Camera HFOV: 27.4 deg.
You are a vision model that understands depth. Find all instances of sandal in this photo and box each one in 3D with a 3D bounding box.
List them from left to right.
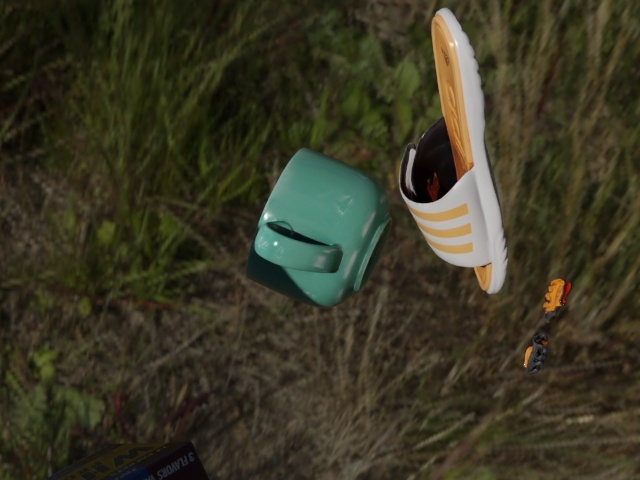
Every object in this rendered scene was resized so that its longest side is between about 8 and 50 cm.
[{"bbox_3d":[0.099,-0.068,1.092,0.076,0.265,0.102,-16,34,-2],"label":"sandal"}]

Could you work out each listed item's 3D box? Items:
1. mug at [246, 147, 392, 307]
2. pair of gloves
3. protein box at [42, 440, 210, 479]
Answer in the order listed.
[{"bbox_3d":[0.000,0.003,1.155,0.097,0.129,0.158,23,49,8],"label":"mug"},{"bbox_3d":[0.183,0.071,1.075,0.010,0.074,0.083,19,86,0],"label":"pair of gloves"},{"bbox_3d":[-0.162,0.290,1.118,0.136,0.201,0.200,-27,95,-30],"label":"protein box"}]
